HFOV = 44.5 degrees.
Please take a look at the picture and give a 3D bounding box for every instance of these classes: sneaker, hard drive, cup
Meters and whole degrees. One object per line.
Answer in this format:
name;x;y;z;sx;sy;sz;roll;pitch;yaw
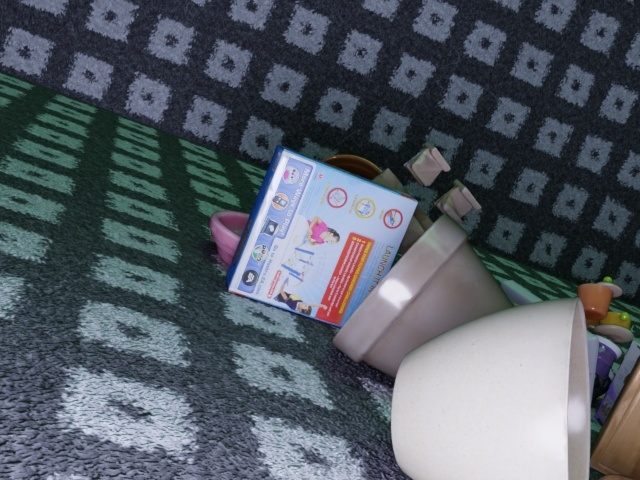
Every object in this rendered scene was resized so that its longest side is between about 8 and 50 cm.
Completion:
sneaker;0.606;0.319;1.797;0.107;0.124;0.283;27;-20;27
hard drive;0.498;0.240;1.754;0.040;0.203;0.307;-9;23;-19
cup;0.233;0.241;1.067;0.236;0.331;0.331;-1;1;24

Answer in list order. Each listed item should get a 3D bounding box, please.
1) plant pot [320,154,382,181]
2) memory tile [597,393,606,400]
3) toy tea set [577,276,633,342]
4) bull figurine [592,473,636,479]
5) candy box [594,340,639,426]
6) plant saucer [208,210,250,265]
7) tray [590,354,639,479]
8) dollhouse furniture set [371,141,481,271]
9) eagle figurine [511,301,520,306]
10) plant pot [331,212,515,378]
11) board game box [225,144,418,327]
plant pot;0.073;-0.088;2.321;0.290;0.291;0.203;24;-6;8
memory tile;0.720;0.388;1.969;0.113;0.012;0.148;32;14;38
toy tea set;0.606;0.164;1.801;0.199;0.124;0.336;21;-25;-6
bull figurine;0.455;0.420;1.091;0.188;0.101;0.310;29;14;10
candy box;0.681;0.335;1.668;0.070;0.196;0.165;22;12;-3
plant saucer;-0.109;0.032;1.822;0.332;0.084;0.332;21;11;-4
tray;0.664;0.268;1.396;0.202;0.411;0.076;26;13;16
dollhouse furniture set;0.252;-0.012;2.094;0.394;0.362;0.256;49;7;-13
eagle figurine;0.270;0.180;1.733;0.298;0.225;0.226;-32;5;-41
plant pot;0.229;0.157;1.441;0.280;0.323;0.323;40;14;7
board game box;0.000;0.000;1.611;0.301;0.308;0.086;20;10;-16
